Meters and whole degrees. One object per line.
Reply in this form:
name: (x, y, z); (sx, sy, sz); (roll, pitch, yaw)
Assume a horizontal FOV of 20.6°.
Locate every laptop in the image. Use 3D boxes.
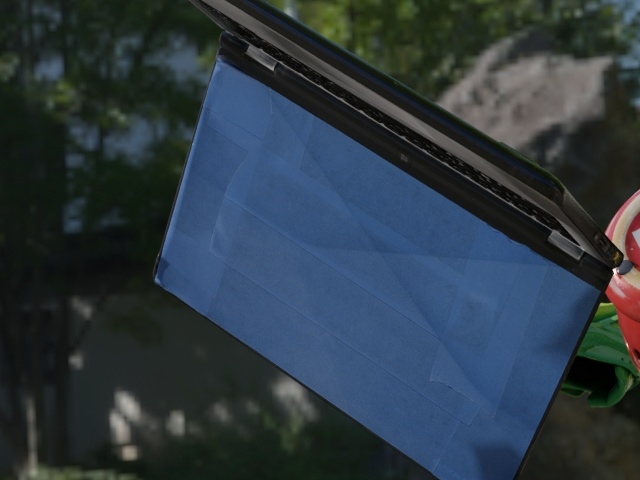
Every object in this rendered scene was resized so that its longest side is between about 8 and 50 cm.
laptop: (0.000, 0.000, 1.318); (0.382, 0.236, 0.408); (33, 1, 20)

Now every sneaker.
sneaker: (0.320, 0.128, 1.929); (0.295, 0.123, 0.109); (-2, -36, -23)

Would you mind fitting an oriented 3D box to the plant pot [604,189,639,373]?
plant pot: (0.346, 0.045, 1.532); (0.191, 0.191, 0.174); (-6, -39, 31)
